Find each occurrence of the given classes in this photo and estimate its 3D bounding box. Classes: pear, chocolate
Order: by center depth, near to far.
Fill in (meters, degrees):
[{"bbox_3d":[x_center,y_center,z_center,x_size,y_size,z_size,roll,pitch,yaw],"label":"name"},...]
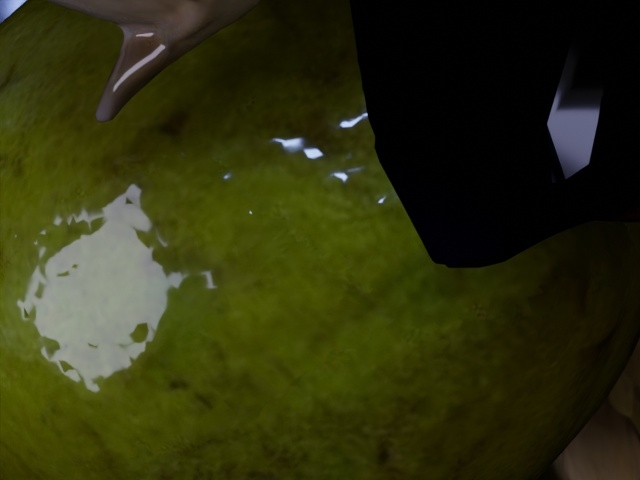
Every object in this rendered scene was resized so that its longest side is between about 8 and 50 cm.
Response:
[{"bbox_3d":[0.117,-0.134,0.465,0.283,0.186,0.283,179,90,-80],"label":"chocolate"},{"bbox_3d":[0.000,0.000,0.742,0.375,0.287,0.287,-14,84,52],"label":"pear"}]

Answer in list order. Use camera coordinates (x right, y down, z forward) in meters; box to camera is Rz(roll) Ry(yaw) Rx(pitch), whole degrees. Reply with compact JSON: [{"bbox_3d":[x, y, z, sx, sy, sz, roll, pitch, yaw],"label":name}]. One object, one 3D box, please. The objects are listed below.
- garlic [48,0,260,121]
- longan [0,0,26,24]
[{"bbox_3d":[-0.126,-0.211,0.611,0.249,0.313,0.286,-63,10,-14],"label":"garlic"},{"bbox_3d":[-0.128,-0.082,1.054,0.297,0.297,0.297,172,90,-71],"label":"longan"}]
